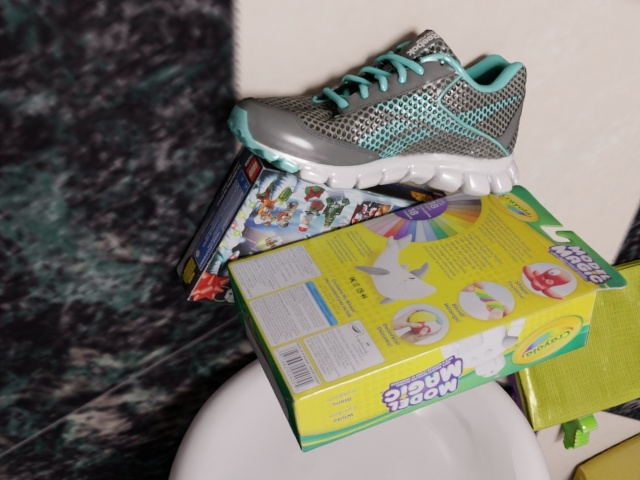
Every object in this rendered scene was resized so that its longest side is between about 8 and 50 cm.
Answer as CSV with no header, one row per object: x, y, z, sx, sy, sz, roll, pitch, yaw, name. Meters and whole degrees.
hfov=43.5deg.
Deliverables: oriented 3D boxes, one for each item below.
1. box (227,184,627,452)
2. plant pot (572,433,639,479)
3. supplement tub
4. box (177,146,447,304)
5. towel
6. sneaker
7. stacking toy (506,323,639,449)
0.053,0.028,0.411,0.179,0.105,0.043,-18,131,-13,box
0.380,0.328,0.875,0.187,0.212,0.212,-5,136,-5,plant pot
0.039,0.235,0.562,0.228,0.228,0.316,-22,138,-8,supplement tub
0.000,0.000,0.455,0.137,0.027,0.094,9,127,-35,box
0.251,0.065,0.610,0.237,0.102,0.021,-12,175,-17,towel
0.034,-0.067,0.394,0.166,0.065,0.076,-2,116,-32,sneaker
0.176,0.158,0.692,0.167,0.052,0.221,-18,138,-11,stacking toy
